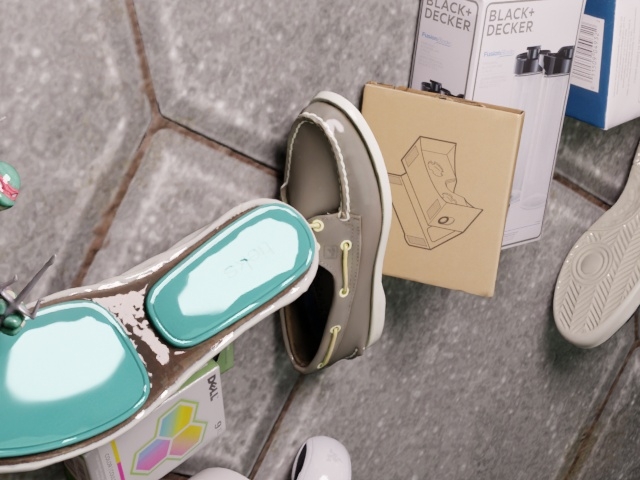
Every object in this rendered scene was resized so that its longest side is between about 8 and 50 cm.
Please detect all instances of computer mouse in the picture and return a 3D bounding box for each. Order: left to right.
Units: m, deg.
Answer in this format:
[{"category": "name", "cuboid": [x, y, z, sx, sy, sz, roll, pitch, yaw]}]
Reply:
[{"category": "computer mouse", "cuboid": [-0.007, 0.299, 1.388, 0.106, 0.042, 0.193, 18, 62, -11]}]

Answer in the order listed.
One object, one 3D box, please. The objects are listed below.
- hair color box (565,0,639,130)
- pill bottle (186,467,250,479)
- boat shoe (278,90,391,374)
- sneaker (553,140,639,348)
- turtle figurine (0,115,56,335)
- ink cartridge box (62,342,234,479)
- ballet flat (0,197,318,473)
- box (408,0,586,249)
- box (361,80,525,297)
[{"category": "hair color box", "cuboid": [0.415, -0.266, 1.506, 0.347, 0.105, 0.173, -21, 124, -33]}, {"category": "pill bottle", "cuboid": [-0.164, 0.338, 1.212, 0.278, 0.162, 0.162, -32, 132, -49]}, {"category": "boat shoe", "cuboid": [0.003, 0.002, 1.263, 0.091, 0.109, 0.305, -31, 133, -34]}, {"category": "sneaker", "cuboid": [0.433, 0.001, 1.640, 0.148, 0.131, 0.350, 36, 84, -42]}, {"category": "turtle figurine", "cuboid": [-0.298, 0.008, 0.984, 0.234, 0.118, 0.175, -41, 120, 1]}, {"category": "ink cartridge box", "cuboid": [-0.148, 0.161, 1.220, 0.209, 0.062, 0.109, -33, 145, -26]}, {"category": "ballet flat", "cuboid": [-0.176, 0.091, 1.132, 0.400, 0.139, 0.139, -30, 129, -27]}, {"category": "box", "cuboid": [0.177, -0.133, 1.368, 0.169, 0.087, 0.289, -11, 118, -39]}, {"category": "box", "cuboid": [0.113, -0.052, 1.308, 0.021, 0.165, 0.201, -46, 146, -64]}]
